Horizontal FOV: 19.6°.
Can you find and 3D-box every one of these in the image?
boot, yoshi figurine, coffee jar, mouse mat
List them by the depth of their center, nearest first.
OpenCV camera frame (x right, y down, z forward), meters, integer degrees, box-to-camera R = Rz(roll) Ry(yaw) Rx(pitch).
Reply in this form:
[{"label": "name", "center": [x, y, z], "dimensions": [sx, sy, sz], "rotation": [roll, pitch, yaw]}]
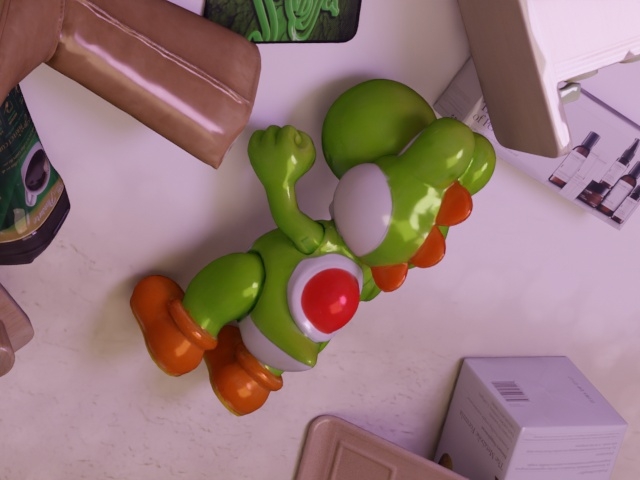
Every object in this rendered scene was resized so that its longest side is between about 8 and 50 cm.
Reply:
[{"label": "boot", "center": [-0.179, -0.132, 1.528], "dimensions": [0.269, 0.089, 0.236], "rotation": [31, 59, -31]}, {"label": "coffee jar", "center": [-0.280, -0.071, 1.582], "dimensions": [0.079, 0.096, 0.184], "rotation": [-2, 128, 23]}, {"label": "mouse mat", "center": [-0.024, -0.261, 1.638], "dimensions": [0.152, 0.007, 0.190], "rotation": [-3, 121, -22]}, {"label": "yoshi figurine", "center": [-0.001, -0.014, 1.727], "dimensions": [0.362, 0.203, 0.203], "rotation": [-39, 87, 19]}]

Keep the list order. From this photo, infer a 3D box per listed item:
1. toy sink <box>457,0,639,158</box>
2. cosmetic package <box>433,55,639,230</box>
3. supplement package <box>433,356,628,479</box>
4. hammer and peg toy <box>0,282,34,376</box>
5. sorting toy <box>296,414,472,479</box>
[{"label": "toy sink", "center": [0.211, -0.207, 1.638], "dimensions": [0.131, 0.153, 0.234], "rotation": [-19, 102, -13]}, {"label": "cosmetic package", "center": [0.232, -0.105, 1.809], "dimensions": [0.239, 0.060, 0.099], "rotation": [28, 103, -33]}, {"label": "supplement package", "center": [0.206, 0.261, 1.967], "dimensions": [0.133, 0.139, 0.244], "rotation": [1, 118, -26]}, {"label": "hammer and peg toy", "center": [-0.456, 0.099, 1.589], "dimensions": [0.361, 0.127, 0.266], "rotation": [-34, 127, 0]}, {"label": "sorting toy", "center": [0.070, 0.295, 1.930], "dimensions": [0.208, 0.038, 0.193], "rotation": [22, 116, 16]}]
